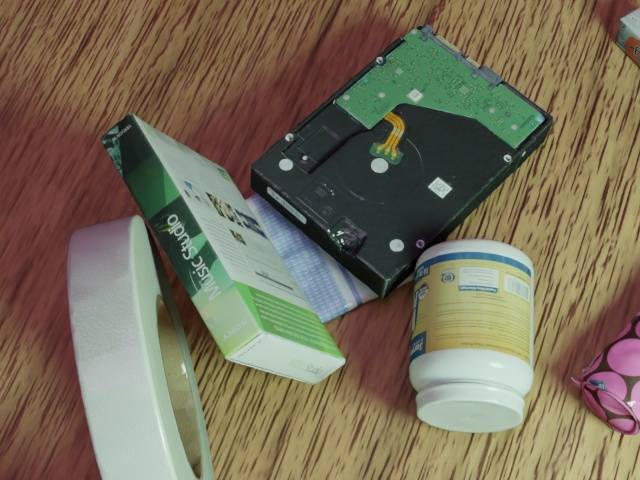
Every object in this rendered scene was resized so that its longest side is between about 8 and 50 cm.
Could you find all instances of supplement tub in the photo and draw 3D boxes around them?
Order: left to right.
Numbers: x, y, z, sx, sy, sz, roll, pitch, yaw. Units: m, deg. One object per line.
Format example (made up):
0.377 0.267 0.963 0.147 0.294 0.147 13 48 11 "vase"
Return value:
0.179 0.113 1.401 0.144 0.144 0.199 2 63 7 "supplement tub"

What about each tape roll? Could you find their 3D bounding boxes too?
-0.184 0.166 1.277 0.072 0.392 0.392 -13 63 -1 "tape roll"

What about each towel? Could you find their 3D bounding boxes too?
0.000 0.000 1.539 0.285 0.034 0.209 -24 64 -7 "towel"

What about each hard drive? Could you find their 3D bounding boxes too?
0.107 -0.113 1.536 0.237 0.064 0.339 39 66 16 "hard drive"

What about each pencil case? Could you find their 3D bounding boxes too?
0.397 0.126 1.408 0.209 0.095 0.098 -43 52 -18 "pencil case"

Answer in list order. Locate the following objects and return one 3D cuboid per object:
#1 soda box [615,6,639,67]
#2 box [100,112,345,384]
0.480 -0.239 1.598 0.063 0.058 0.183 -32 64 -11 "soda box"
-0.112 0.015 1.393 0.058 0.232 0.322 -40 64 11 "box"
